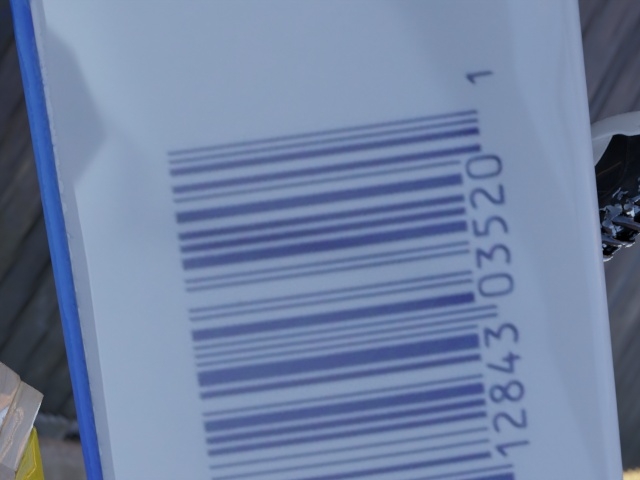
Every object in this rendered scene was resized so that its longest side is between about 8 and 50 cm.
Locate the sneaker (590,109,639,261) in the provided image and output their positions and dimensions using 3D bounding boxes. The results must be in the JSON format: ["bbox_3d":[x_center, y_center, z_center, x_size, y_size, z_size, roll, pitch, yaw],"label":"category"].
[{"bbox_3d":[0.145,0.008,0.985,0.079,0.217,0.121,30,52,-50],"label":"sneaker"}]

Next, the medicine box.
[{"bbox_3d":[0.000,0.000,0.596,0.289,0.149,0.263,-106,-172,-79],"label":"medicine box"}]

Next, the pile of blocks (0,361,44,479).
[{"bbox_3d":[-0.179,0.226,0.930,0.149,0.112,0.362,-20,111,-54],"label":"pile of blocks"}]
